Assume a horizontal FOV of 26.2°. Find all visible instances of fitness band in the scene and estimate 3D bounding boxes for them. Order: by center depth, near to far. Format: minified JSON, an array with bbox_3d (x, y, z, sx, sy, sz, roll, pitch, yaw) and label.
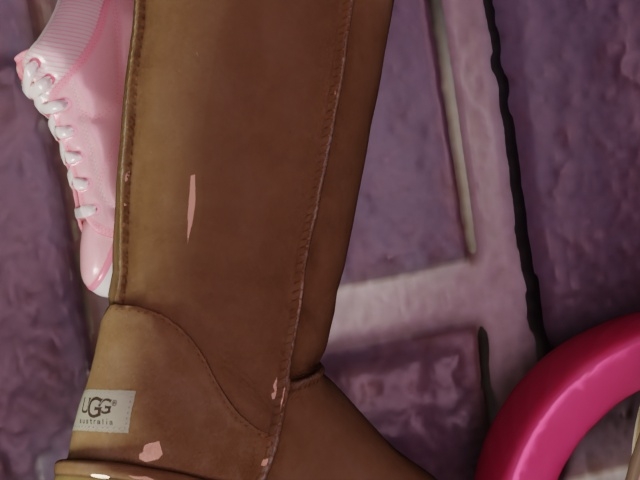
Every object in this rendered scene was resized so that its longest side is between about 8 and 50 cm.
[{"bbox_3d":[0.212,0.129,0.647,0.291,0.054,0.209,-6,97,-13],"label":"fitness band"}]

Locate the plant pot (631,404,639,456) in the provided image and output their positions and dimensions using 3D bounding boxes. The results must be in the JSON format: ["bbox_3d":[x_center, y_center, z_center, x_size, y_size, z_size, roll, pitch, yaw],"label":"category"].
[{"bbox_3d":[0.275,0.111,0.702,0.236,0.032,0.236,-1,97,-11],"label":"plant pot"}]

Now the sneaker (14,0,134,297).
[{"bbox_3d":[-0.103,-0.046,0.593,0.070,0.051,0.134,13,86,-18],"label":"sneaker"}]

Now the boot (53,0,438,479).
[{"bbox_3d":[0.000,0.000,0.592,0.236,0.089,0.269,25,69,-51],"label":"boot"}]

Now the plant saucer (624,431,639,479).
[{"bbox_3d":[0.256,0.132,0.613,0.278,0.041,0.277,-1,93,-11],"label":"plant saucer"}]
